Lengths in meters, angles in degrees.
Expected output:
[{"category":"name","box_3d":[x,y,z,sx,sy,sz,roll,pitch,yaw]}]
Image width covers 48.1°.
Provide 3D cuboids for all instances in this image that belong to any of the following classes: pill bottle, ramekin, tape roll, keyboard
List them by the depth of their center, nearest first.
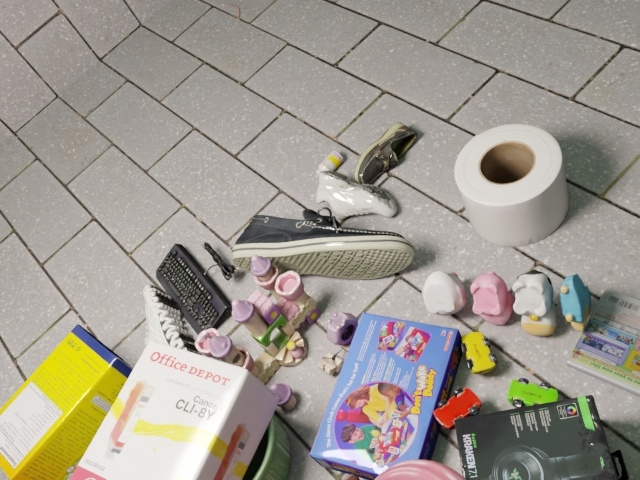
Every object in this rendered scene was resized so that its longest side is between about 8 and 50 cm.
[{"category":"ramekin","box_3d":[-0.213,0.469,1.577,0.303,0.148,0.303,-13,51,16]},{"category":"tape roll","box_3d":[0.453,-0.131,1.697,0.246,0.169,0.246,-12,52,16]},{"category":"keyboard","box_3d":[-0.333,0.103,1.955,0.201,0.033,0.317,-50,50,3]},{"category":"pill bottle","box_3d":[0.024,-0.214,2.043,0.083,0.043,0.043,-46,50,-12]}]

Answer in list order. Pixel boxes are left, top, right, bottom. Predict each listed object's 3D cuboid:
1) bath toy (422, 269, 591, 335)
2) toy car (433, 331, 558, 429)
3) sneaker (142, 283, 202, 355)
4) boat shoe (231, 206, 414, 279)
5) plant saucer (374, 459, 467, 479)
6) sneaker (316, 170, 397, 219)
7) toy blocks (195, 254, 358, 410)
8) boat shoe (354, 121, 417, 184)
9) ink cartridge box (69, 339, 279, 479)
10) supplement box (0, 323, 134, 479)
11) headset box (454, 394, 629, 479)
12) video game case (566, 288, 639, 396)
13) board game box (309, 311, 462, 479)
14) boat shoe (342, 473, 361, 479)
[{"category":"bath toy","box_3d":[0.397,0.126,1.563,0.348,0.151,0.129,3,20,30]},{"category":"toy car","box_3d":[0.370,0.312,1.473,0.225,0.053,0.239,11,52,24]},{"category":"sneaker","box_3d":[-0.419,0.232,1.883,0.118,0.110,0.292,-41,51,7]},{"category":"boat shoe","box_3d":[0.000,0.000,1.807,0.500,0.187,0.156,0,62,31]},{"category":"plant saucer","box_3d":[0.161,0.562,1.278,0.332,0.084,0.332,-21,61,43]},{"category":"sneaker","box_3d":[0.092,-0.100,1.911,0.232,0.090,0.115,25,113,19]},{"category":"toy blocks","box_3d":[-0.121,0.196,1.663,0.309,0.260,0.288,29,71,38]},{"category":"boat shoe","box_3d":[0.181,-0.235,1.962,0.073,0.080,0.223,24,64,42]},{"category":"ink cartridge box","box_3d":[-0.302,0.423,1.445,0.279,0.160,0.385,10,61,31]},{"category":"supplement box","box_3d":[-0.620,0.425,1.771,0.194,0.195,0.356,27,70,37]},{"category":"headset box","box_3d":[0.412,0.440,1.316,0.283,0.131,0.246,-14,52,15]},{"category":"video game case","box_3d":[0.639,0.213,1.450,0.212,0.023,0.193,22,67,35]},{"category":"board game box","box_3d":[0.149,0.340,1.549,0.233,0.078,0.347,8,60,29]},{"category":"boat shoe","box_3d":[-0.001,0.552,1.465,0.207,0.073,0.073,-44,52,-11]}]
